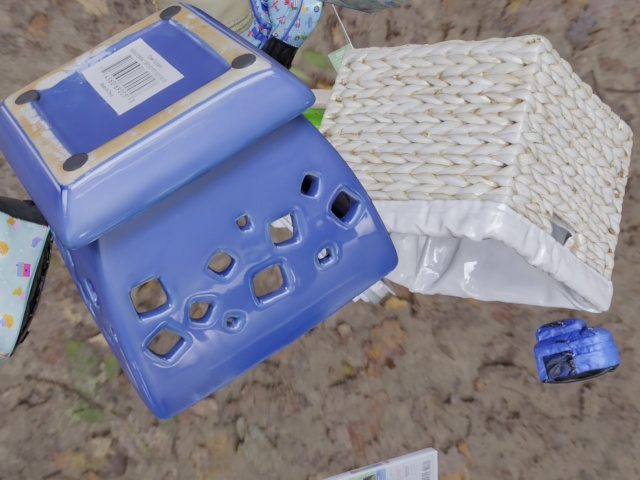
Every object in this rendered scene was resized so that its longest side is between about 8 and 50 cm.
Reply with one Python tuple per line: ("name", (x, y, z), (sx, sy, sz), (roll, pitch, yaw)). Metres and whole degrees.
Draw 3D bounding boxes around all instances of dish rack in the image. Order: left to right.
("dish rack", (0.000, 0.000, 1.838), (0.333, 0.285, 0.072), (43, 92, -4))

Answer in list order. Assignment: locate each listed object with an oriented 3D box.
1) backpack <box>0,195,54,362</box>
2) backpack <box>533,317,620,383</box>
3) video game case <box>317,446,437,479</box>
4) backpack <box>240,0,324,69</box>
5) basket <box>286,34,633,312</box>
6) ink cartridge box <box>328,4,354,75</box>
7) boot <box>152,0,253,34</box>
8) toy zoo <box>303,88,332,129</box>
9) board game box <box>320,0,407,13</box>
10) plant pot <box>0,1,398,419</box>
("backpack", (-0.402, 0.047, 1.129), (0.144, 0.166, 0.188), (10, 76, -29))
("backpack", (0.398, 0.170, 1.479), (0.120, 0.098, 0.101), (-12, 86, 22))
("video game case", (0.042, 0.221, 0.761), (0.122, 0.011, 0.087), (-9, 105, -28))
("backpack", (-0.076, -0.412, 1.704), (0.117, 0.173, 0.158), (11, 51, -35))
("basket", (0.198, -0.080, 1.251), (0.328, 0.331, 0.266), (28, 73, -46))
("ink cartridge box", (0.058, -0.320, 1.807), (0.056, 0.171, 0.235), (-27, 64, 3))
("boot", (-0.212, -0.320, 1.188), (0.262, 0.203, 0.095), (-5, 73, -5))
("toy zoo", (-0.020, -0.137, 1.566), (0.192, 0.293, 0.030), (3, 55, 8))
("board game box", (0.064, -0.385, 1.459), (0.154, 0.103, 0.026), (-1, 86, -46))
("plant pot", (-0.110, -0.044, 0.758), (0.236, 0.236, 0.212), (-33, 131, -12))
